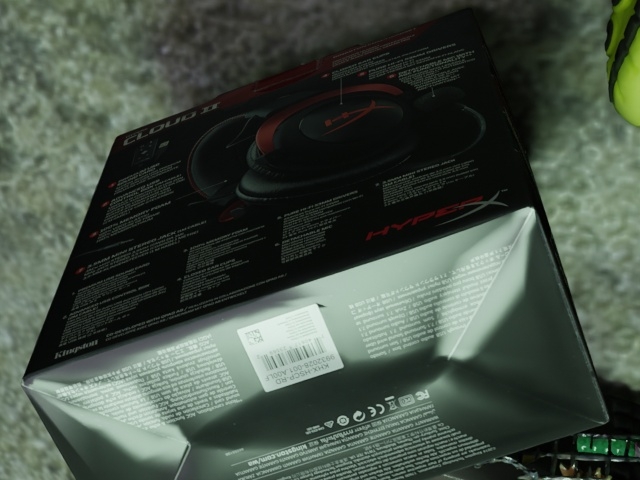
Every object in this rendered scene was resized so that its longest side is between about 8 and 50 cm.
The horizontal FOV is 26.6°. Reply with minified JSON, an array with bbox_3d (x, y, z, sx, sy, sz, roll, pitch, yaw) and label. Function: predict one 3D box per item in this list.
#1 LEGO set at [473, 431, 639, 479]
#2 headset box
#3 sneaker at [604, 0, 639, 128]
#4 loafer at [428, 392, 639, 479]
[{"bbox_3d":[0.091,0.221,0.681,0.331,0.192,0.255,9,132,11],"label":"LEGO set"},{"bbox_3d":[0.000,0.000,0.665,0.218,0.293,0.110,-19,115,9],"label":"headset box"},{"bbox_3d":[0.226,-0.169,0.579,0.123,0.109,0.295,15,128,-10],"label":"sneaker"},{"bbox_3d":[0.077,0.139,0.822,0.366,0.134,0.130,24,130,11],"label":"loafer"}]
